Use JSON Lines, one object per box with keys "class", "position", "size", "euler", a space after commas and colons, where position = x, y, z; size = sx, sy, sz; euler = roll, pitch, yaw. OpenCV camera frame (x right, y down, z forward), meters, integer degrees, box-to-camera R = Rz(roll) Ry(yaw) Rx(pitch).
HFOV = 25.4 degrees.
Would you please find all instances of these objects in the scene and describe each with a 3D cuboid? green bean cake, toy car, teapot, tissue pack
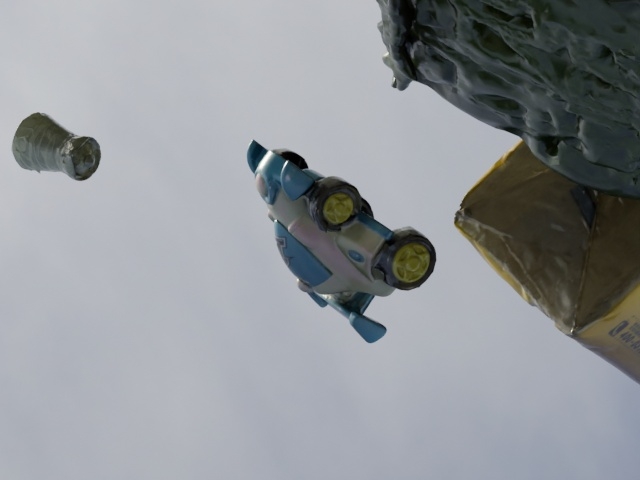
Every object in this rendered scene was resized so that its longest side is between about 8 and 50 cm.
{"class": "green bean cake", "position": [0.225, -0.177, 1.121], "size": [0.319, 0.335, 0.218], "euler": [27, -101, 14]}
{"class": "toy car", "position": [0.000, 0.000, 1.103], "size": [0.161, 0.098, 0.126], "euler": [31, 180, -35]}
{"class": "teapot", "position": [-0.241, -0.083, 1.337], "size": [0.083, 0.057, 0.067], "euler": [21, -179, 37]}
{"class": "tissue pack", "position": [0.358, -0.009, 1.501], "size": [0.228, 0.293, 0.382], "euler": [50, -170, 32]}
